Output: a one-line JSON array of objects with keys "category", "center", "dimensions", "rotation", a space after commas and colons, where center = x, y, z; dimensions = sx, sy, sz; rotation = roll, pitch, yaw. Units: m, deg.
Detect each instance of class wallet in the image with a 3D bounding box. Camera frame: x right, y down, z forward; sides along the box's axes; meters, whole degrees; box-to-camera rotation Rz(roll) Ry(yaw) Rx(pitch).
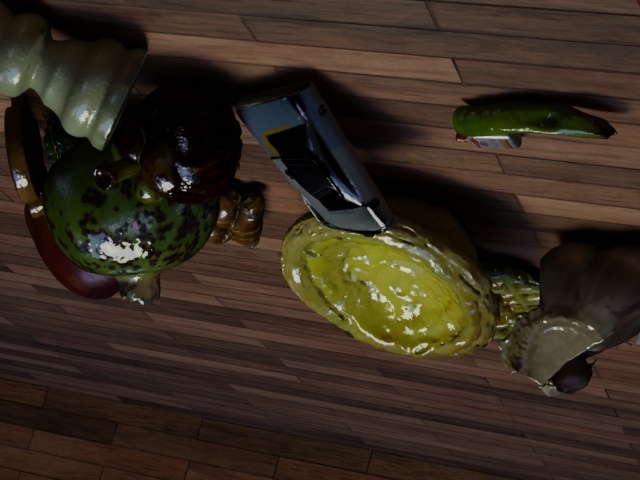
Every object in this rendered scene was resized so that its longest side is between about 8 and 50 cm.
[{"category": "wallet", "center": [-0.008, -0.099, 1.938], "dimensions": [0.170, 0.069, 0.231], "rotation": [0, 129, 57]}]

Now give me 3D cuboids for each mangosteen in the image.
[{"category": "mangosteen", "center": [-0.193, -0.127, 1.963], "dimensions": [0.184, 0.173, 0.172], "rotation": [-3, 158, 10]}]

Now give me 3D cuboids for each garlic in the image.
[{"category": "garlic", "center": [0.392, 0.114, 2.113], "dimensions": [0.210, 0.238, 0.292], "rotation": [15, -160, 34]}]

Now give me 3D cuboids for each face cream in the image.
[{"category": "face cream", "center": [0.209, -0.129, 1.868], "dimensions": [0.083, 0.021, 0.040], "rotation": [3, 157, 34]}]

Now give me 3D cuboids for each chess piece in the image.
[{"category": "chess piece", "center": [-0.361, -0.230, 1.896], "dimensions": [0.251, 0.144, 0.144], "rotation": [25, 160, -7]}]

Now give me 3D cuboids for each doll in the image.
[{"category": "doll", "center": [-0.358, -0.137, 2.223], "dimensions": [0.113, 0.077, 0.078], "rotation": [9, 152, 17]}]

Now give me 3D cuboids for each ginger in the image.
[{"category": "ginger", "center": [-0.138, -0.044, 2.323], "dimensions": [0.103, 0.073, 0.162], "rotation": [3, 156, -6]}]

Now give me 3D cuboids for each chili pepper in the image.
[{"category": "chili pepper", "center": [0.247, -0.141, 1.760], "dimensions": [0.201, 0.052, 0.050], "rotation": [5, 123, 34]}]

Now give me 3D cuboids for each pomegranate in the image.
[{"category": "pomegranate", "center": [-0.270, -0.043, 2.140], "dimensions": [0.254, 0.271, 0.254], "rotation": [0, -173, 0]}]

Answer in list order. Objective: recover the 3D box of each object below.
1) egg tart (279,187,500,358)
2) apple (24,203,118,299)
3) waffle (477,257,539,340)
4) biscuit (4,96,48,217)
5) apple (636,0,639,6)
[{"category": "egg tart", "center": [0.111, 0.041, 2.180], "dimensions": [0.345, 0.132, 0.345], "rotation": [16, 145, 12]}, {"category": "apple", "center": [-0.346, -0.020, 2.354], "dimensions": [0.234, 0.234, 0.234], "rotation": [14, 161, 5]}, {"category": "waffle", "center": [0.245, 0.092, 2.400], "dimensions": [0.297, 0.073, 0.317], "rotation": [14, 155, -13]}, {"category": "biscuit", "center": [-0.429, -0.123, 2.169], "dimensions": [0.039, 0.180, 0.236], "rotation": [-10, 179, -5]}, {"category": "apple", "center": [0.334, -0.245, 1.209], "dimensions": [0.181, 0.181, 0.168], "rotation": [7, 137, 25]}]
